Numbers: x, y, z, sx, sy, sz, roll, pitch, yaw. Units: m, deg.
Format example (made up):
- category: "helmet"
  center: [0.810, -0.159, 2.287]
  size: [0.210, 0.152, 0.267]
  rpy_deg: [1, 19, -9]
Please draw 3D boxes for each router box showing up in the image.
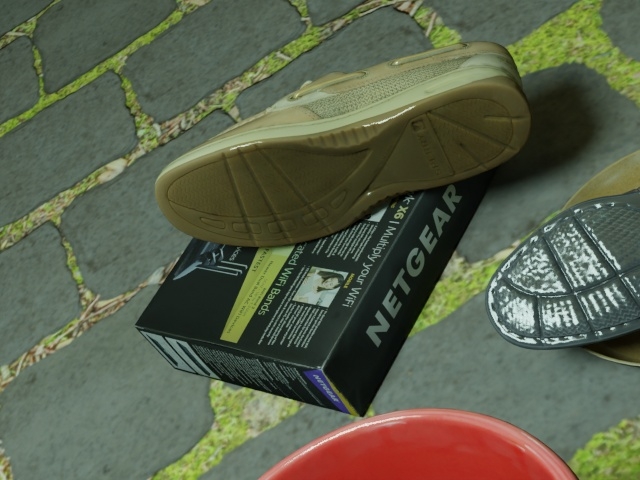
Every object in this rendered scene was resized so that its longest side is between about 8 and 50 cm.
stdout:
- category: "router box"
  center: [0.000, 0.000, 1.186]
  size: [0.243, 0.081, 0.309]
  rpy_deg: [9, 57, 41]

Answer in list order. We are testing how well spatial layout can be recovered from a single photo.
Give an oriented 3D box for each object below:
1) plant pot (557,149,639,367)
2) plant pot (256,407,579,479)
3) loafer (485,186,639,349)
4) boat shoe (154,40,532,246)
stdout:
- category: "plant pot"
  center: [0.292, 0.010, 0.997]
  size: [0.236, 0.032, 0.236]
  rpy_deg: [-20, 43, 20]
- category: "plant pot"
  center: [0.080, 0.276, 0.728]
  size: [0.275, 0.243, 0.275]
  rpy_deg: [-21, 41, 20]
- category: "loafer"
  center: [0.273, -0.001, 0.947]
  size: [0.302, 0.095, 0.109]
  rpy_deg: [-32, 69, 14]
- category: "boat shoe"
  center: [0.017, -0.089, 1.113]
  size: [0.341, 0.121, 0.110]
  rpy_deg: [-14, 39, 10]
